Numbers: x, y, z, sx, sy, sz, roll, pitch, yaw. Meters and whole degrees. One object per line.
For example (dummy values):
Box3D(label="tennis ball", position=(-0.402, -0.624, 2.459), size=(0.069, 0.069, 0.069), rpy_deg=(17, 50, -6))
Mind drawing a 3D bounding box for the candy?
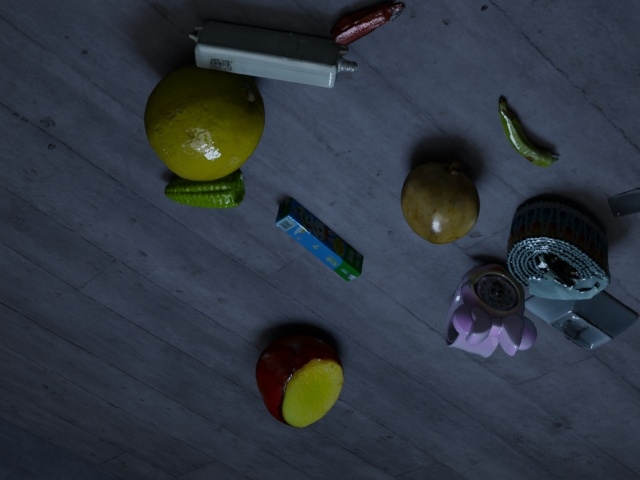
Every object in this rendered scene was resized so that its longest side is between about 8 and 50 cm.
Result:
Box3D(label="candy", position=(-0.281, -0.122, 2.030), size=(0.209, 0.097, 0.097), rpy_deg=(-1, 138, 23))

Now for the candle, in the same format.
Box3D(label="candle", position=(0.090, -0.420, 1.627), size=(0.162, 0.048, 0.053), rpy_deg=(-19, 111, 31))

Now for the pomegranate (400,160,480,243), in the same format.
Box3D(label="pomegranate", position=(0.264, -0.090, 1.862), size=(0.196, 0.196, 0.196), rpy_deg=(7, 139, 6))

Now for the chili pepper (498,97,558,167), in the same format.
Box3D(label="chili pepper", position=(0.422, -0.213, 1.786), size=(0.208, 0.043, 0.049), rpy_deg=(38, 146, -26))

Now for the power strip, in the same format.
Box3D(label="power strip", position=(-0.092, -0.370, 1.690), size=(0.338, 0.098, 0.058), rpy_deg=(9, 138, 4))

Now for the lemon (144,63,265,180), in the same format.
Box3D(label="lemon", position=(-0.226, -0.255, 1.754), size=(0.219, 0.240, 0.240), rpy_deg=(-32, 123, 30))

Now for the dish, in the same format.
Box3D(label="dish", position=(0.665, 0.204, 2.170), size=(0.243, 0.080, 0.182), rpy_deg=(32, 136, -20))

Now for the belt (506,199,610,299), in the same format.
Box3D(label="belt", position=(0.543, 0.031, 1.951), size=(0.257, 0.150, 0.207), rpy_deg=(39, 141, -26))

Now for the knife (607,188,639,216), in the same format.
Box3D(label="knife", position=(0.755, -0.098, 1.852), size=(0.245, 0.019, 0.072), rpy_deg=(-12, 133, 28))

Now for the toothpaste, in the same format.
Box3D(label="toothpaste", position=(0.000, 0.000, 2.115), size=(0.050, 0.065, 0.266), rpy_deg=(-30, 124, 34))

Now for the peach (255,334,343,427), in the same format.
Box3D(label="peach", position=(-0.069, 0.384, 2.434), size=(0.245, 0.248, 0.275), rpy_deg=(26, 138, 19))

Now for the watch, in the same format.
Box3D(label="watch", position=(0.405, 0.203, 2.107), size=(0.210, 0.249, 0.217), rpy_deg=(16, 142, -6))
